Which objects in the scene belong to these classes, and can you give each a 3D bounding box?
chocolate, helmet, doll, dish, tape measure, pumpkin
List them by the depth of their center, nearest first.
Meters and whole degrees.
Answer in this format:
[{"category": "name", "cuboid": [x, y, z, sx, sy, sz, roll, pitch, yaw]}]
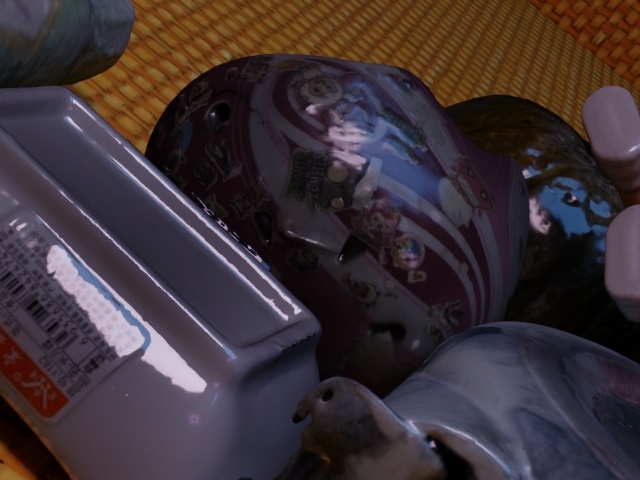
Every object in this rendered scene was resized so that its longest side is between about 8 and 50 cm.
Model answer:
[{"category": "tape measure", "cuboid": [0.110, 0.144, 0.669, 0.275, 0.147, 0.256, 37, 14, 8]}, {"category": "dish", "cuboid": [-0.086, 0.016, 0.698, 0.212, 0.077, 0.151, 43, 17, 11]}, {"category": "helmet", "cuboid": [0.005, 0.013, 0.790, 0.177, 0.153, 0.107, 30, 34, -22]}, {"category": "chocolate", "cuboid": [-0.163, -0.101, 0.808, 0.110, 0.110, 0.291, 42, 15, 11]}, {"category": "doll", "cuboid": [0.187, 0.047, 0.844, 0.217, 0.085, 0.183, 47, 24, -26]}, {"category": "pumpkin", "cuboid": [0.122, 0.017, 0.988, 0.224, 0.157, 0.224, 46, 10, -11]}]
